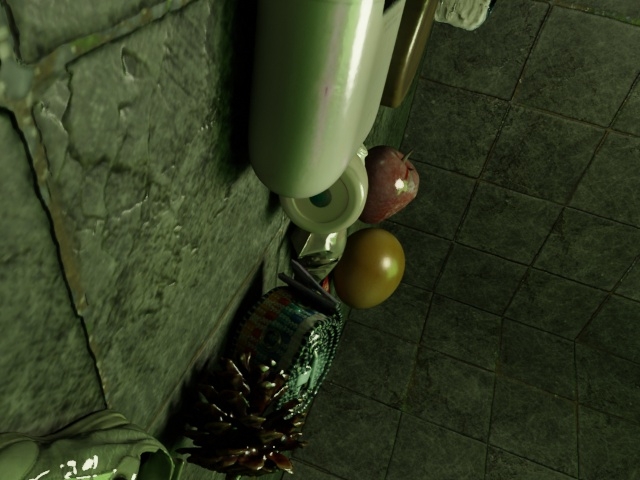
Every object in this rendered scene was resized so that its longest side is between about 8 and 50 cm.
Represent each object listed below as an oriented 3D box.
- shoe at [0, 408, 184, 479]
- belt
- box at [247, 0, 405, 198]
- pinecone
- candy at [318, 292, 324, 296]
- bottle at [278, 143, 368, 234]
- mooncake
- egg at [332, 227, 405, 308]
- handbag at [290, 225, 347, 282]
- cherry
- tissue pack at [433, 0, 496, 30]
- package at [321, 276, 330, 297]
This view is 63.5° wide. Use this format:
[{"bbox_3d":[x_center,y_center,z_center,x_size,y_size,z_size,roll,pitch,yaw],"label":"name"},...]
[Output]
[{"bbox_3d":[-0.206,0.207,0.424,0.275,0.098,0.103,35,70,-79],"label":"shoe"},{"bbox_3d":[-0.078,0.204,0.968,0.207,0.160,0.295,-39,150,-40],"label":"belt"},{"bbox_3d":[0.013,-0.243,0.656,0.289,0.141,0.349,-57,163,-51],"label":"box"},{"bbox_3d":[-0.115,0.267,0.787,0.208,0.207,0.208,19,90,-80],"label":"pinecone"},{"bbox_3d":[-0.031,0.170,1.415,0.305,0.091,0.083,88,20,-82],"label":"candy"},{"bbox_3d":[0.018,-0.122,0.942,0.236,0.147,0.148,-69,174,-62],"label":"bottle"},{"bbox_3d":[0.112,-0.385,0.906,0.284,0.155,0.285,18,90,-83],"label":"mooncake"},{"bbox_3d":[0.168,0.105,1.870,0.323,0.250,0.250,-64,175,28],"label":"egg"},{"bbox_3d":[0.000,0.000,1.149,0.183,0.117,0.270,-59,168,-18],"label":"handbag"},{"bbox_3d":[0.194,-0.184,1.592,0.236,0.213,0.285,-7,142,-52],"label":"cherry"},{"bbox_3d":[0.290,-0.684,1.057,0.264,0.253,0.417,91,18,-61],"label":"tissue pack"},{"bbox_3d":[-0.005,0.245,1.741,0.269,0.071,0.194,-80,-178,-47],"label":"package"}]
